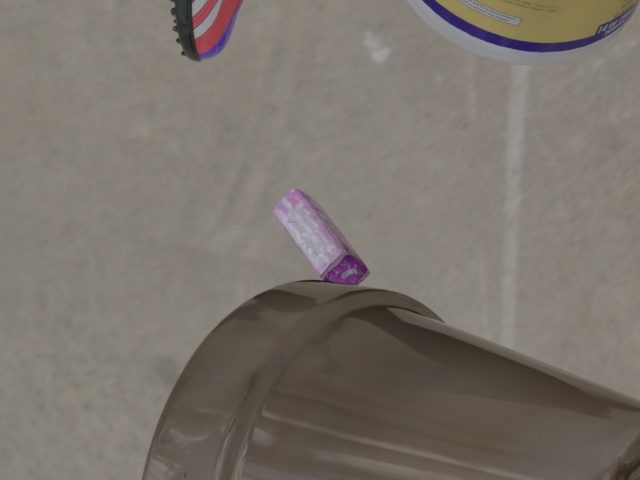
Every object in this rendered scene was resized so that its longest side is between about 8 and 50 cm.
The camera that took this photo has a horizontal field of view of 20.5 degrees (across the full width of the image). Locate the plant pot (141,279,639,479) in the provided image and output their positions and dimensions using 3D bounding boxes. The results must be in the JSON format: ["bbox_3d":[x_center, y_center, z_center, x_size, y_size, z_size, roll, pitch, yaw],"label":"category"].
[{"bbox_3d":[0.090,0.190,1.125,0.280,0.323,0.323,2,112,39],"label":"plant pot"}]

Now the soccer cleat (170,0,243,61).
[{"bbox_3d":[-0.071,-0.292,1.573,0.116,0.108,0.318,6,127,-3],"label":"soccer cleat"}]

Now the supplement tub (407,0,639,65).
[{"bbox_3d":[0.199,-0.330,1.478,0.241,0.241,0.331,34,149,9],"label":"supplement tub"}]

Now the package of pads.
[{"bbox_3d":[0.000,0.000,1.400,0.032,0.050,0.083,-43,55,9],"label":"package of pads"}]
